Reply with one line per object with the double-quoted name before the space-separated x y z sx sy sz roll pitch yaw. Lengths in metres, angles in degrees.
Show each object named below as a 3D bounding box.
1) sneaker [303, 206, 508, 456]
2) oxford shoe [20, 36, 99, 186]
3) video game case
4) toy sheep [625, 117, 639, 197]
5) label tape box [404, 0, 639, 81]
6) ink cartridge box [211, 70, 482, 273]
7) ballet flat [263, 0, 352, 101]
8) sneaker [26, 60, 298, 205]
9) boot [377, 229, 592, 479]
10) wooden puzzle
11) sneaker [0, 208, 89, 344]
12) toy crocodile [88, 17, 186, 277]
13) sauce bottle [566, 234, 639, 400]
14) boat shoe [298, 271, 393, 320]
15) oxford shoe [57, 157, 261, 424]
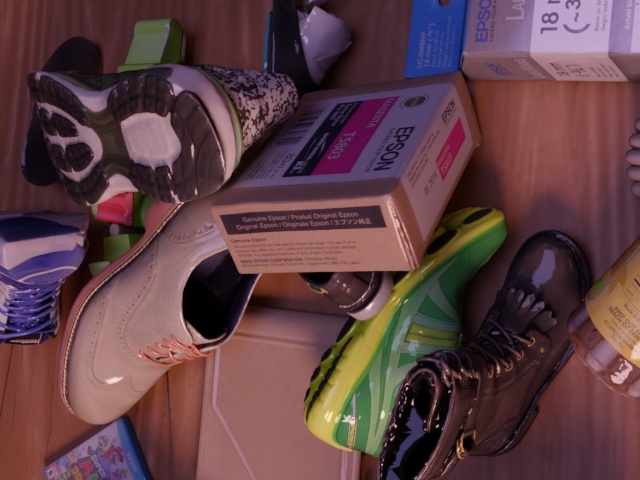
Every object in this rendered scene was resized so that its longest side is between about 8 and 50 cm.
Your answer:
"sneaker" 0.100 0.092 0.949 0.123 0.109 0.296 35 94 -14
"oxford shoe" -0.364 -0.178 1.262 0.212 0.076 0.076 -70 19 -3
"video game case" -0.292 0.321 1.209 0.166 0.015 0.119 -35 70 24
"toy sheep" 0.319 -0.070 0.827 0.091 0.091 0.132 4 94 31
"label tape box" 0.221 -0.282 0.889 0.333 0.106 0.241 6 89 31
"ink cartridge box" 0.033 -0.069 0.913 0.193 0.235 0.088 -4 124 30
"ballet flat" -0.018 -0.264 1.044 0.096 0.095 0.281 -5 84 19
"sneaker" -0.177 -0.131 1.015 0.410 0.182 0.158 12 119 46
"boot" 0.150 0.111 0.830 0.091 0.229 0.263 22 98 31
"wooden puzzle" -0.044 0.199 1.056 0.220 0.044 0.239 4 84 32
"sneaker" -0.374 0.056 1.195 0.315 0.127 0.182 10 106 61
"toy crocodile" -0.226 -0.111 1.148 0.115 0.105 0.341 10 91 31
"sauce bottle" 0.347 -0.014 0.753 0.111 0.111 0.344 50 122 24
"boat shoe" 0.000 0.000 0.971 0.081 0.068 0.228 -53 33 7
"oxford shoe" -0.185 0.091 1.060 0.397 0.140 0.146 -56 44 24
